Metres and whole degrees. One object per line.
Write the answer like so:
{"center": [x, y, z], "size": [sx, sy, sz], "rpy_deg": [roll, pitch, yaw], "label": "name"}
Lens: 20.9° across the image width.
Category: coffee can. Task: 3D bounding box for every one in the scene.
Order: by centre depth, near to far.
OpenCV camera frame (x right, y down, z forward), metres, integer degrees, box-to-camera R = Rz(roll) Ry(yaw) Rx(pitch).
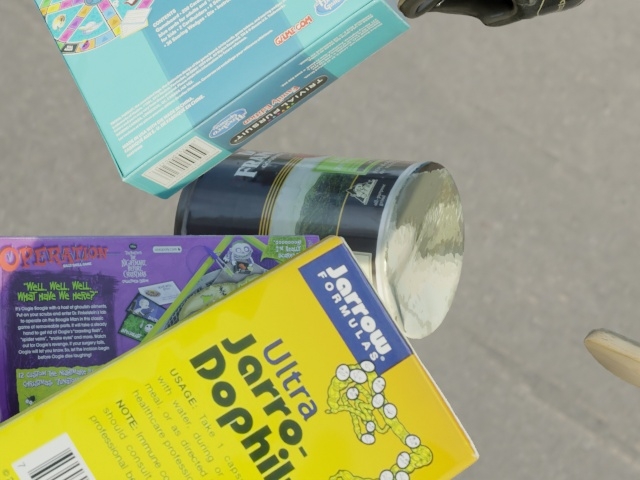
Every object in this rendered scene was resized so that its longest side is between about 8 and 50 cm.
{"center": [0.000, 0.000, 1.997], "size": [0.275, 0.201, 0.201], "rpy_deg": [6, 32, 29], "label": "coffee can"}

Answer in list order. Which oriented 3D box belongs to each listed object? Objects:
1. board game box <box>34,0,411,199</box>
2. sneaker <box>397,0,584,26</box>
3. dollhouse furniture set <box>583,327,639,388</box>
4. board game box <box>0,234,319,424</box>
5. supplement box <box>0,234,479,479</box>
{"center": [-0.115, -0.244, 1.444], "size": [0.336, 0.254, 0.079], "rpy_deg": [62, 14, 22], "label": "board game box"}
{"center": [0.078, -0.221, 1.068], "size": [0.130, 0.087, 0.227], "rpy_deg": [-28, 69, -16], "label": "sneaker"}
{"center": [0.262, 0.034, 1.006], "size": [0.212, 0.242, 0.161], "rpy_deg": [-51, 40, -12], "label": "dollhouse furniture set"}
{"center": [-0.143, 0.098, 1.561], "size": [0.347, 0.056, 0.208], "rpy_deg": [0, 86, -36], "label": "board game box"}
{"center": [-0.104, 0.177, 1.201], "size": [0.356, 0.194, 0.195], "rpy_deg": [-30, 85, -35], "label": "supplement box"}
